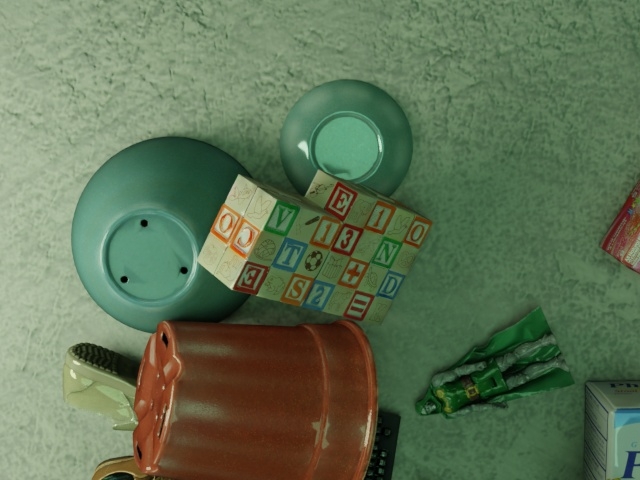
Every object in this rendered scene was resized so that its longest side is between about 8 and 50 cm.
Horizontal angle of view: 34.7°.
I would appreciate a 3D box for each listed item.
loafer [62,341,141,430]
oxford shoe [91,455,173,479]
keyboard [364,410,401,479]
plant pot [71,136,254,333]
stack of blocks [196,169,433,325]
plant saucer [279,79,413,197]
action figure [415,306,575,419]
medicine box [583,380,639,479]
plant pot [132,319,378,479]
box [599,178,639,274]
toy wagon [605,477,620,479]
[{"bbox_3d":[-0.260,0.241,1.512,0.269,0.102,0.092,27,108,-6],"label":"loafer"},{"bbox_3d":[-0.244,0.347,1.539,0.212,0.076,0.076,-21,97,3],"label":"oxford shoe"},{"bbox_3d":[0.076,0.407,1.488,0.202,0.033,0.317,16,70,-13],"label":"keyboard"},{"bbox_3d":[-0.219,0.007,1.421,0.290,0.195,0.290,0,99,1],"label":"plant pot"},{"bbox_3d":[0.000,0.000,1.381,0.297,0.087,0.171,17,103,-46],"label":"stack of blocks"},{"bbox_3d":[0.037,-0.134,1.473,0.195,0.037,0.194,0,99,0],"label":"plant saucer"},{"bbox_3d":[0.247,0.207,1.518,0.232,0.063,0.137,-25,101,8],"label":"action figure"},{"bbox_3d":[0.529,0.357,1.492,0.264,0.149,0.289,-1,100,1],"label":"medicine box"},{"bbox_3d":[-0.100,0.224,1.378,0.265,0.272,0.272,10,100,-22],"label":"plant pot"},{"bbox_3d":[0.519,-0.060,1.432,0.123,0.128,0.256,29,99,-4],"label":"box"},{"bbox_3d":[0.464,0.457,1.401,0.267,0.068,0.344,-35,97,6],"label":"toy wagon"}]
